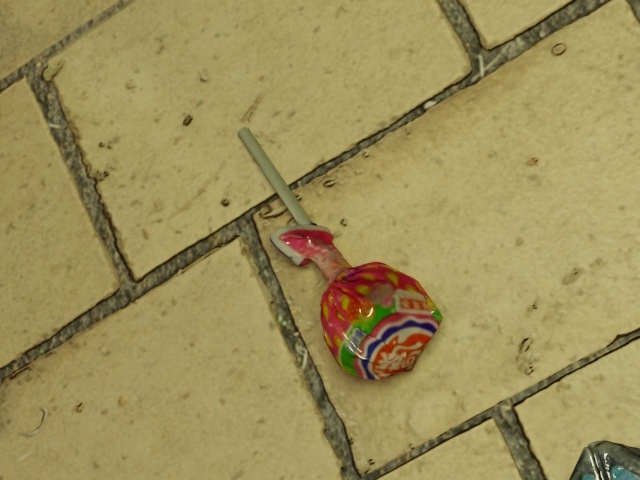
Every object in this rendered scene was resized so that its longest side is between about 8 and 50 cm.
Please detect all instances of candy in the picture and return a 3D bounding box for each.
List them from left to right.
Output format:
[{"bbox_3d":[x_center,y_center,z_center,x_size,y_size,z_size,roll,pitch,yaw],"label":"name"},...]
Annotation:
[{"bbox_3d":[0.000,0.000,1.801,0.124,0.124,0.365,-42,58,13],"label":"candy"}]

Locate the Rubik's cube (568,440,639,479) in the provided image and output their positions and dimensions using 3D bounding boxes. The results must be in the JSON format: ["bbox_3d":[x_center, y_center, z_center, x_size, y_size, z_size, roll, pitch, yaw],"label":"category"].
[{"bbox_3d":[0.333,0.346,1.484,0.260,0.255,0.259,23,92,27],"label":"Rubik's cube"}]
